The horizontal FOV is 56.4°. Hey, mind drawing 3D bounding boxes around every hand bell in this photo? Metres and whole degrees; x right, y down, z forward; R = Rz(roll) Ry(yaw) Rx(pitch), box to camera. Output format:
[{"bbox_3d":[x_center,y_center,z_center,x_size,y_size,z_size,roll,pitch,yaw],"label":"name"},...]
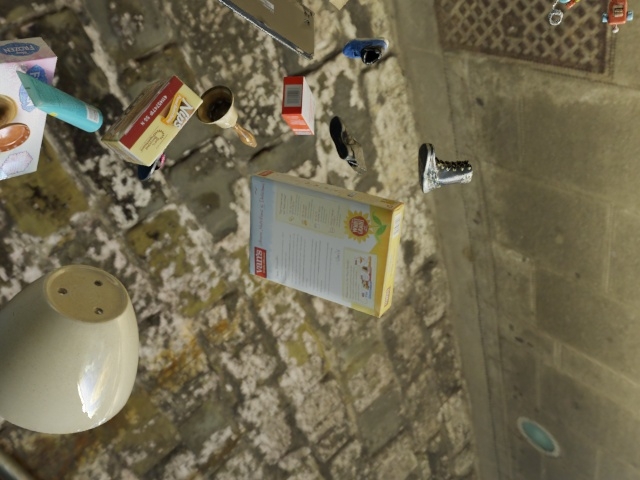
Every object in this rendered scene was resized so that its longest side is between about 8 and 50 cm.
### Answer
[{"bbox_3d":[-0.260,-0.349,1.807,0.126,0.126,0.242,38,177,30],"label":"hand bell"}]

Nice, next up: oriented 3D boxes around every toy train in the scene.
[{"bbox_3d":[0.570,-0.504,1.254,0.166,0.046,0.125,8,107,22],"label":"toy train"}]

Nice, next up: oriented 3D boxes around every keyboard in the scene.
[{"bbox_3d":[-0.120,-0.500,1.173,0.033,0.202,0.317,-13,160,37],"label":"keyboard"}]

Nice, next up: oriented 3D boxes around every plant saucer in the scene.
[{"bbox_3d":[-0.597,-0.198,1.139,0.013,0.083,0.083,56,158,7],"label":"plant saucer"}]

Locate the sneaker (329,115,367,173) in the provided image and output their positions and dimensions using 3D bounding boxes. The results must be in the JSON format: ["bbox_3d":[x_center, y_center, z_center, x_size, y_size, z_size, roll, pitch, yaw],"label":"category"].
[{"bbox_3d":[0.083,-0.282,1.761,0.051,0.089,0.170,-29,67,36],"label":"sneaker"}]

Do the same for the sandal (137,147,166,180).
[{"bbox_3d":[-0.435,-0.227,1.597,0.179,0.040,0.067,-50,56,24],"label":"sandal"}]

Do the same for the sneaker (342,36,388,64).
[{"bbox_3d":[0.126,-0.573,1.819,0.152,0.085,0.058,2,138,27],"label":"sneaker"}]

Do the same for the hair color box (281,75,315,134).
[{"bbox_3d":[-0.051,-0.322,1.440,0.053,0.093,0.167,2,174,10],"label":"hair color box"}]

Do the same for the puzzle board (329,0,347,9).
[{"bbox_3d":[0.087,-0.834,1.984,0.011,0.128,0.096,49,-162,14],"label":"puzzle board"}]

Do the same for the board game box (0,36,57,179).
[{"bbox_3d":[-0.680,-0.220,1.124,0.066,0.318,0.319,48,133,13],"label":"board game box"}]

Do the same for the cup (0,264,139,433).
[{"bbox_3d":[-0.519,0.190,1.243,0.331,0.331,0.237,43,120,20],"label":"cup"}]

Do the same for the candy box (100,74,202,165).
[{"bbox_3d":[-0.392,-0.269,1.355,0.087,0.183,0.316,42,170,-27],"label":"candy box"}]

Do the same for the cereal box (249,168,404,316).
[{"bbox_3d":[0.000,0.000,0.907,0.240,0.047,0.173,17,117,25],"label":"cereal box"}]

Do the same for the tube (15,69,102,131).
[{"bbox_3d":[-0.496,-0.259,1.145,0.080,0.052,0.207,54,-174,10],"label":"tube"}]

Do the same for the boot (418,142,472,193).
[{"bbox_3d":[0.429,-0.261,2.048,0.236,0.178,0.085,78,-178,-57],"label":"boot"}]
